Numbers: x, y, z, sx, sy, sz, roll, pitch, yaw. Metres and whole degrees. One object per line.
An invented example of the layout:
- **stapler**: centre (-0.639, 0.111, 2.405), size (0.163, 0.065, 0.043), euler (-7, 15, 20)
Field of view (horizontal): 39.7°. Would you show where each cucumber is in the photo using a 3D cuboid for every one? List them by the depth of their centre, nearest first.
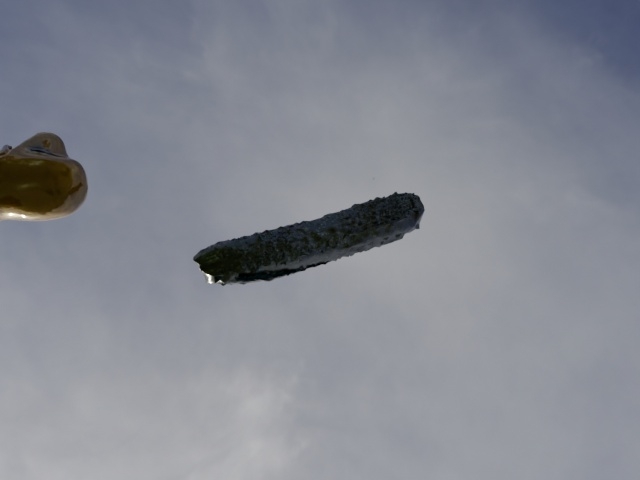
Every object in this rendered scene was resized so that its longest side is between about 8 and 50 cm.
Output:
- **cucumber**: centre (-0.001, 0.000, 0.755), size (0.044, 0.257, 0.043), euler (50, -48, 24)

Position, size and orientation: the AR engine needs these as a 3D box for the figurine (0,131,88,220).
- **figurine**: centre (-0.264, -0.018, 0.678), size (0.176, 0.121, 0.122), euler (-17, -123, 1)
